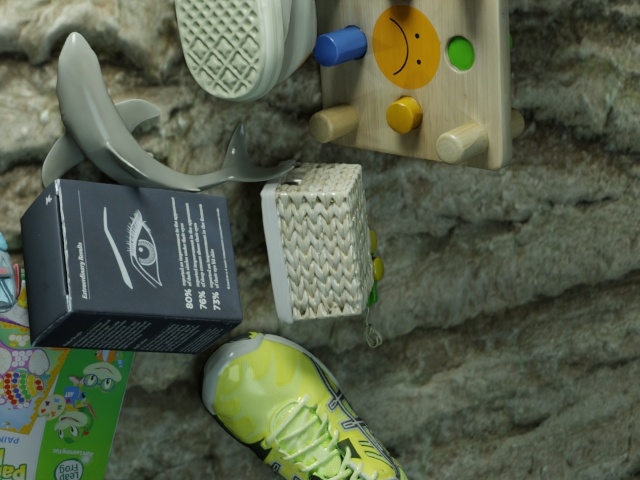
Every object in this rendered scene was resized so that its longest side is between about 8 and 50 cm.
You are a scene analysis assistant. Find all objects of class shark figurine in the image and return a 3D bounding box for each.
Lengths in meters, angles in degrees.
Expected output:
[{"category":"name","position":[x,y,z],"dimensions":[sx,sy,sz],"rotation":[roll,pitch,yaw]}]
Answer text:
[{"category":"shark figurine","position":[-0.180,-0.085,1.594],"dimensions":[0.278,0.116,0.166],"rotation":[27,93,-31]}]

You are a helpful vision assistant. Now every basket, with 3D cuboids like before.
[{"category":"basket","position":[0.000,0.000,1.697],"dimensions":[0.103,0.113,0.167],"rotation":[-2,112,12]}]

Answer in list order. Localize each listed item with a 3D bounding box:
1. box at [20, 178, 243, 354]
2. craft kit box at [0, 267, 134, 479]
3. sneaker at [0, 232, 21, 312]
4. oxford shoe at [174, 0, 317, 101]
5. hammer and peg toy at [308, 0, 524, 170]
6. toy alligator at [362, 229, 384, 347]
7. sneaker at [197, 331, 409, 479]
[{"category":"box","position":[-0.202,0.031,1.576],"dimensions":[0.207,0.108,0.153],"rotation":[6,63,-32]},{"category":"craft kit box","position":[-0.335,0.154,1.618],"dimensions":[0.250,0.061,0.246],"rotation":[9,104,-31]},{"category":"sneaker","position":[-0.420,0.079,1.472],"dimensions":[0.262,0.104,0.125],"rotation":[-26,99,5]},{"category":"oxford shoe","position":[-0.082,-0.372,1.545],"dimensions":[0.130,0.169,0.449],"rotation":[-24,115,-52]},{"category":"hammer and peg toy","position":[0.091,-0.266,1.614],"dimensions":[0.127,0.266,0.361],"rotation":[-25,117,-44]},{"category":"toy alligator","position":[0.051,0.037,1.797],"dimensions":[0.051,0.056,0.189],"rotation":[-54,135,-54]},{"category":"sneaker","position":[0.009,0.247,1.783],"dimensions":[0.145,0.147,0.385],"rotation":[-49,121,-5]}]
